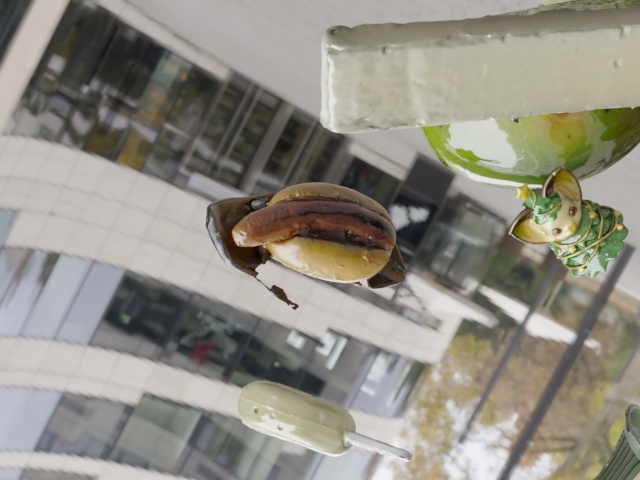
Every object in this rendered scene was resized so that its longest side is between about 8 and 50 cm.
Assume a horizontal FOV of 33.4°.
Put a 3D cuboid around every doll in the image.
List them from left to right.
[{"bbox_3d":[0.224,-0.023,0.997,0.113,0.078,0.076,35,-169,-7],"label":"doll"}]

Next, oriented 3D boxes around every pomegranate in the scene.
[{"bbox_3d":[0.262,-0.176,1.300,0.310,0.216,0.358,-13,-170,0],"label":"pomegranate"}]

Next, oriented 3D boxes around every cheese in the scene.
[{"bbox_3d":[0.007,0.236,1.334,0.227,0.064,0.137,16,169,24],"label":"cheese"},{"bbox_3d":[0.196,-0.129,0.774,0.400,0.085,0.034,-5,-135,-9],"label":"cheese"}]

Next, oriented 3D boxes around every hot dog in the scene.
[{"bbox_3d":[0.001,-0.006,1.661,0.326,0.194,0.107,-7,161,-28],"label":"hot dog"}]

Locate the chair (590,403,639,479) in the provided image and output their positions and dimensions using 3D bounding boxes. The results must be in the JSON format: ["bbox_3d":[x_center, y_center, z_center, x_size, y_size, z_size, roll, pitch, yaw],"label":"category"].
[{"bbox_3d":[0.422,0.391,1.526,0.203,0.274,0.190,57,174,-36],"label":"chair"}]

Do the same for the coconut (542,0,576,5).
[{"bbox_3d":[0.464,-0.304,1.525,0.323,0.323,0.323,28,-177,-2],"label":"coconut"}]
